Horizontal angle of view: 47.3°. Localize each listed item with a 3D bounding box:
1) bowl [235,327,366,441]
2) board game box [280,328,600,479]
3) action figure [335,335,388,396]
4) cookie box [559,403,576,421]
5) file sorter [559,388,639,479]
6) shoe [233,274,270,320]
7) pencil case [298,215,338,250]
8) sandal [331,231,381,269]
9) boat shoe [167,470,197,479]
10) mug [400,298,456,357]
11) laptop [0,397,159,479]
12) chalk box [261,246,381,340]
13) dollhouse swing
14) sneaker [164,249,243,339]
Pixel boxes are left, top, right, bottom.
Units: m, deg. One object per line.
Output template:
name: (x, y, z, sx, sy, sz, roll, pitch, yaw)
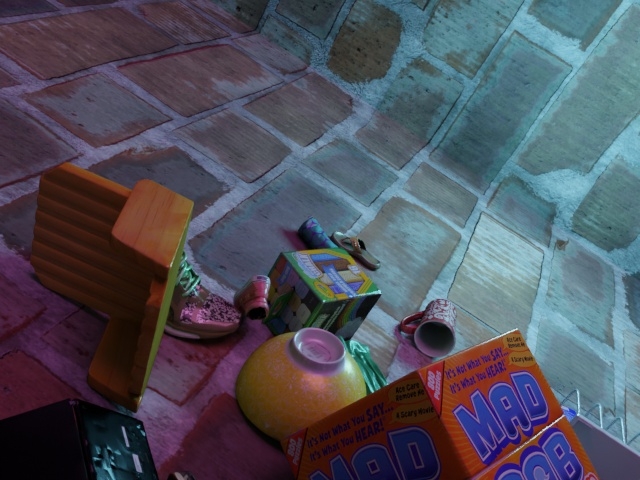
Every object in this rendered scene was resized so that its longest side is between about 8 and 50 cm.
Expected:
bowl: (-0.023, 0.280, 1.553, 0.289, 0.156, 0.289, 14, 29, -8)
board game box: (0.223, 0.419, 1.313, 0.356, 0.356, 0.356, -9, 68, -50)
action figure: (0.106, 0.331, 1.741, 0.137, 0.063, 0.232, 11, 31, -35)
cookie box: (0.671, 0.505, 2.022, 0.092, 0.040, 0.107, 24, 30, -11)
file sorter: (0.710, 0.543, 1.848, 0.278, 0.193, 0.173, 34, 26, 5)
shoe: (-0.162, 0.152, 1.691, 0.063, 0.178, 0.081, 11, 59, -19)
pencil case: (0.000, 0.000, 2.157, 0.070, 0.064, 0.151, -22, 55, -26)
sandal: (0.116, 0.022, 2.247, 0.180, 0.049, 0.072, 35, 29, 8)
boat shoe: (-0.207, 0.456, 1.259, 0.049, 0.056, 0.152, -11, 49, -44)
mug: (0.315, 0.228, 2.054, 0.150, 0.113, 0.169, 34, 26, 2)
laptop: (-0.405, 0.397, 1.212, 0.264, 0.136, 0.234, 38, 16, -48)
chalk box: (-0.031, 0.143, 1.786, 0.289, 0.180, 0.179, -2, 43, -47)
dollhouse swing: (-0.430, 0.071, 1.367, 0.305, 0.347, 0.315, 16, 31, -8)
sneaker: (-0.340, 0.070, 1.605, 0.410, 0.182, 0.158, 30, 30, -7)
